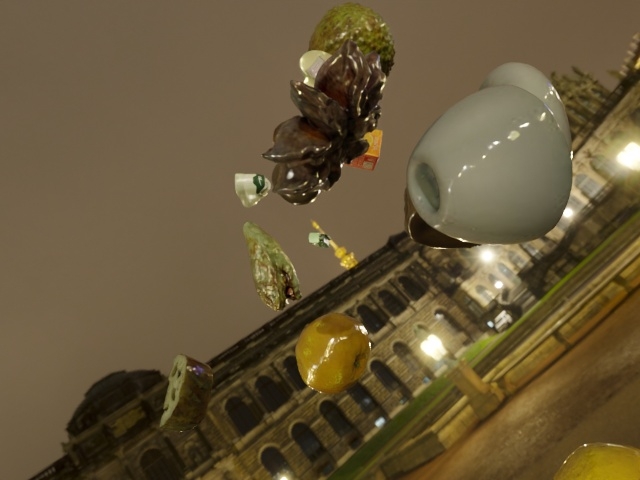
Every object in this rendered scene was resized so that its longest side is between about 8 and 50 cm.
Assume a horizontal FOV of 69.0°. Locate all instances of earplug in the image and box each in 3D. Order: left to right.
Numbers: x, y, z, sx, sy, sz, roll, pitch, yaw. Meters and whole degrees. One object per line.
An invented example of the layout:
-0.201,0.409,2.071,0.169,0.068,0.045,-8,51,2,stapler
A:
0.224,-0.108,0.598,0.325,0.175,0.214,-40,-57,-55,earplug

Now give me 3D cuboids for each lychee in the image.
0.088,-0.536,1.348,0.269,0.320,0.270,-10,-48,-12,lychee

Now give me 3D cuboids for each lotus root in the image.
-0.426,0.486,1.498,0.119,0.235,0.138,26,-37,-30,lotus root

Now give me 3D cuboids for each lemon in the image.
0.509,0.454,0.798,0.204,0.204,0.260,-44,-34,2,lemon

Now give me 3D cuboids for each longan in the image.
-0.093,-0.280,2.047,0.246,0.246,0.215,-46,-7,7,longan

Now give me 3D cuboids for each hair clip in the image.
0.033,-0.415,1.178,0.159,0.218,0.071,-47,-25,7,hair clip

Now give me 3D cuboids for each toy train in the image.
0.000,0.000,1.371,0.083,0.053,0.033,45,-132,-71,toy train

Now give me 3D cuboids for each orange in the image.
0.040,0.382,1.596,0.279,0.235,0.279,-28,-53,-45,orange

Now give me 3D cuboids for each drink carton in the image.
0.050,-0.266,1.273,0.071,0.222,0.096,105,176,-63,drink carton

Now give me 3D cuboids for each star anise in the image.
0.023,-0.211,0.874,0.332,0.117,0.332,-49,-19,-23,star anise

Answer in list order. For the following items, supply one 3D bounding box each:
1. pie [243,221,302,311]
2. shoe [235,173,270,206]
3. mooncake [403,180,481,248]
-0.247,0.113,2.186,0.180,0.418,0.395,-25,14,-18,pie
-0.226,-0.174,1.641,0.110,0.095,0.265,-4,-5,3,shoe
0.422,-0.117,1.498,0.323,0.187,0.324,2,-31,1,mooncake
